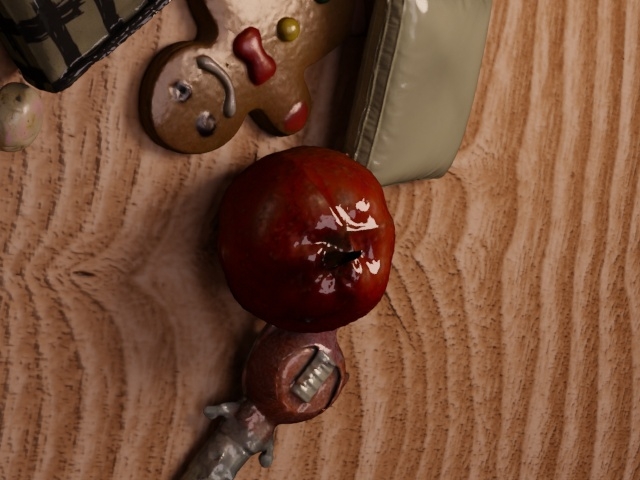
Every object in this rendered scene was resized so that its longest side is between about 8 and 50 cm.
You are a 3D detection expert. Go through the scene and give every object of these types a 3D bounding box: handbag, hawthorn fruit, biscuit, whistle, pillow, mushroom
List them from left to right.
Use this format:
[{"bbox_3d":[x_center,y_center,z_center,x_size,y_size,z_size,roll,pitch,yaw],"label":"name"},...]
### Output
[{"bbox_3d":[-0.358,-0.144,1.466,0.083,0.067,0.083,21,90,-77],"label":"mushroom"},{"bbox_3d":[-0.272,-0.386,1.410,0.327,0.162,0.325,-39,123,-18],"label":"handbag"},{"bbox_3d":[-0.077,0.230,1.754,0.346,0.133,0.142,-51,136,-11],"label":"whistle"},{"bbox_3d":[-0.067,-0.271,1.688,0.432,0.064,0.283,-45,125,-25],"label":"biscuit"},{"bbox_3d":[0.000,0.000,1.642,0.254,0.300,0.254,-1,92,-25],"label":"hawthorn fruit"},{"bbox_3d":[0.139,-0.231,1.806,0.255,0.120,0.322,-14,121,-51],"label":"pillow"}]
